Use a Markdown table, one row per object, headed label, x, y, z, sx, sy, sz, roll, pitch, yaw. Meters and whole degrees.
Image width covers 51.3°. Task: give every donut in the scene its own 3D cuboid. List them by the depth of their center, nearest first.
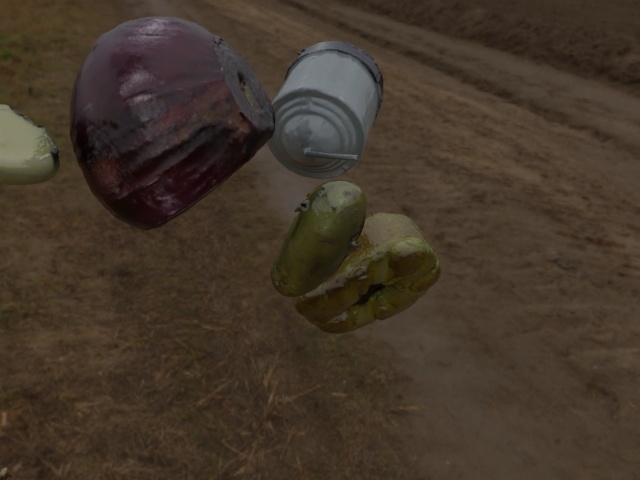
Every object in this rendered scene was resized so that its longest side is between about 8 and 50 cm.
| label | x | y | z | sx | sy | sz | roll | pitch | yaw |
| --- | --- | --- | --- | --- | --- | --- | --- | --- | --- |
| donut | 0.076 | 0.061 | 1.178 | 0.261 | 0.208 | 0.128 | -24 | 57 | 9 |

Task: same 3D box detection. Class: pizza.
| label | x | y | z | sx | sy | sz | roll | pitch | yaw |
| --- | --- | --- | --- | --- | --- | --- | --- | --- | --- |
| pizza | -0.545 | 0.407 | 1.131 | 0.016 | 0.037 | 0.083 | 7 | -8 | 2 |

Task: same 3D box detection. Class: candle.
| label | x | y | z | sx | sy | sz | roll | pitch | yaw |
| --- | --- | --- | --- | --- | --- | --- | --- | --- | --- |
| candle | 0.004 | -0.261 | 1.377 | 0.221 | 0.221 | 0.343 | 8 | 39 | 12 |

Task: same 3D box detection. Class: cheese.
| label | x | y | z | sx | sy | sz | roll | pitch | yaw |
| --- | --- | --- | --- | --- | --- | --- | --- | --- | --- |
| cheese | -0.468 | -0.121 | 0.847 | 0.255 | 0.050 | 0.127 | -12 | 65 | -52 |

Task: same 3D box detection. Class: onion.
| label | x | y | z | sx | sy | sz | roll | pitch | yaw |
| --- | --- | --- | --- | --- | --- | --- | --- | --- | --- |
| onion | -0.228 | -0.194 | 0.979 | 0.281 | 0.260 | 0.337 | -20 | 24 | 29 |

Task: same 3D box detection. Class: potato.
| label | x | y | z | sx | sy | sz | roll | pitch | yaw |
| --- | --- | --- | --- | --- | --- | --- | --- | --- | --- |
| potato | 0.000 | 0.000 | 0.806 | 0.085 | 0.188 | 0.105 | 46 | 37 | 14 |
